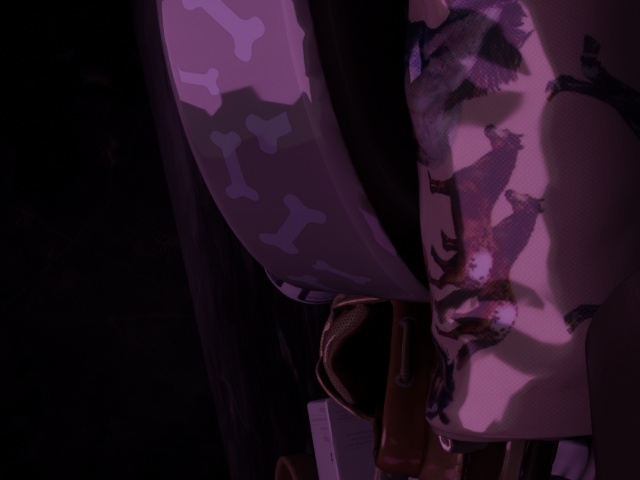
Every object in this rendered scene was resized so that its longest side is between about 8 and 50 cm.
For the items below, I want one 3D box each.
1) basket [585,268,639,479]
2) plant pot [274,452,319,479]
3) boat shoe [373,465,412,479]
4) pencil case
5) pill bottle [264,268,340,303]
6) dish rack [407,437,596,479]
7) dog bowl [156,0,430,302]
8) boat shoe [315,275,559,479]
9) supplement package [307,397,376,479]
[{"bbox_3d":[0.188,0.120,0.695,0.204,0.154,0.227,-34,45,30],"label":"basket"},{"bbox_3d":[0.030,0.326,1.821,0.237,0.109,0.237,171,90,-80],"label":"plant pot"},{"bbox_3d":[0.100,0.273,1.349,0.130,0.132,0.355,178,85,-79],"label":"boat shoe"},{"bbox_3d":[0.107,-0.089,0.904,0.183,0.160,0.410,-1,99,46],"label":"pencil case"},{"bbox_3d":[0.000,0.000,1.722,0.193,0.108,0.108,120,140,-73],"label":"pill bottle"},{"bbox_3d":[0.099,0.251,1.140,0.333,0.072,0.285,-69,14,-7],"label":"dish rack"},{"bbox_3d":[0.018,-0.127,1.061,0.349,0.102,0.349,-7,-90,-67],"label":"dog bowl"},{"bbox_3d":[0.060,0.060,1.148,0.324,0.120,0.122,-116,31,-71],"label":"boat shoe"},{"bbox_3d":[0.059,0.220,1.590,0.105,0.105,0.179,146,115,-78],"label":"supplement package"}]
